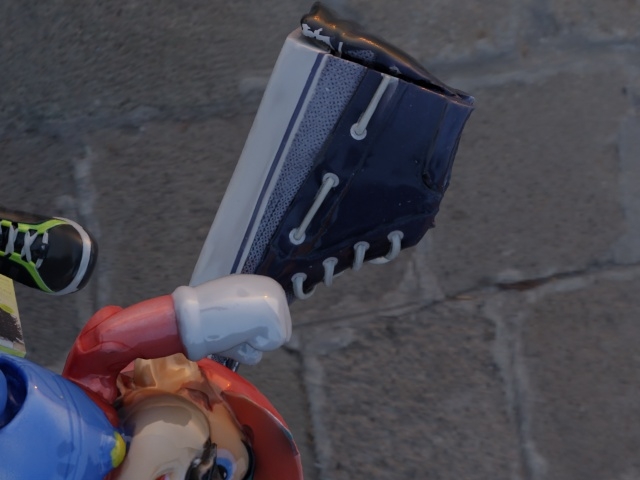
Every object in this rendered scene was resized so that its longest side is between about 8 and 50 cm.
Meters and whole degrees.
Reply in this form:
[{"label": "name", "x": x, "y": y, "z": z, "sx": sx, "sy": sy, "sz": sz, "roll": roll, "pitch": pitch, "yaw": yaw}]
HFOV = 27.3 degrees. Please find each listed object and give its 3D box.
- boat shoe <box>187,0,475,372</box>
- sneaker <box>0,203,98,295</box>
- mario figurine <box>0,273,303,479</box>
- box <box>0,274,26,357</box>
[{"label": "boat shoe", "x": 0.000, "y": 0.000, "z": 1.036, "sx": 0.158, "sy": 0.127, "sz": 0.341, "roll": 23, "pitch": 108, "yaw": 2}, {"label": "sneaker", "x": -0.346, "y": 0.003, "z": 1.413, "sx": 0.097, "sy": 0.234, "sz": 0.084, "roll": 9, "pitch": 94, "yaw": -59}, {"label": "mario figurine", "x": -0.110, "y": 0.113, "z": 0.628, "sx": 0.320, "sy": 0.198, "sz": 0.170, "roll": 15, "pitch": 50, "yaw": -52}, {"label": "box", "x": -0.394, "y": 0.084, "z": 1.503, "sx": 0.087, "sy": 0.232, "sz": 0.058, "roll": 25, "pitch": 102, "yaw": -26}]
